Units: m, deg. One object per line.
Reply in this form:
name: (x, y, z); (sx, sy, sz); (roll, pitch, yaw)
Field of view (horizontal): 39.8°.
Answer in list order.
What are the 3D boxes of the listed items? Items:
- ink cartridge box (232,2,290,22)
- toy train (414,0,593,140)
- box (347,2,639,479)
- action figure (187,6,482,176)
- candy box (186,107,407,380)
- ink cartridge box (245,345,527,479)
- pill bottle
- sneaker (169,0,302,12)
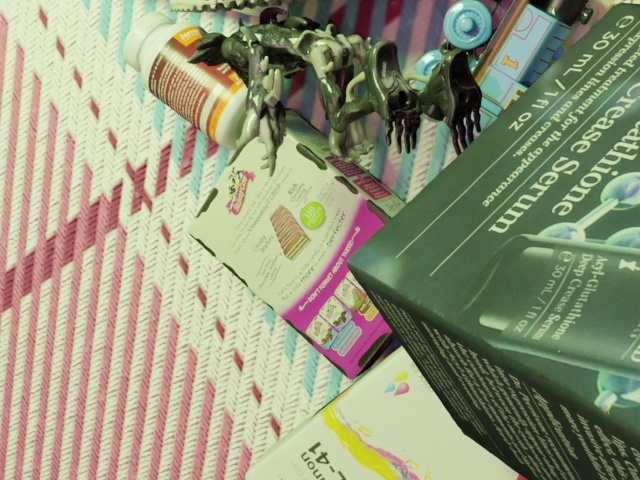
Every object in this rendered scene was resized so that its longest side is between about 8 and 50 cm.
ink cartridge box: (-0.118, -0.366, 0.878); (0.275, 0.060, 0.238); (20, 118, 21)
toy train: (0.159, -0.173, 0.772); (0.105, 0.080, 0.184); (33, 111, 8)
box: (0.262, 0.043, 0.523); (0.395, 0.293, 0.212); (29, 159, 54)
action figure: (-0.006, -0.127, 0.769); (0.276, 0.164, 0.140); (22, 118, 45)
candy box: (0.000, 0.000, 0.881); (0.233, 0.071, 0.159); (41, 114, 13)
ink cartridge box: (0.115, 0.212, 0.833); (0.306, 0.131, 0.226); (-42, 81, 24)
pill bottle: (-0.125, -0.167, 0.901); (0.152, 0.086, 0.086); (37, 113, 15)
sneaker: (0.001, -0.286, 0.766); (0.293, 0.102, 0.146); (-7, 101, 4)
